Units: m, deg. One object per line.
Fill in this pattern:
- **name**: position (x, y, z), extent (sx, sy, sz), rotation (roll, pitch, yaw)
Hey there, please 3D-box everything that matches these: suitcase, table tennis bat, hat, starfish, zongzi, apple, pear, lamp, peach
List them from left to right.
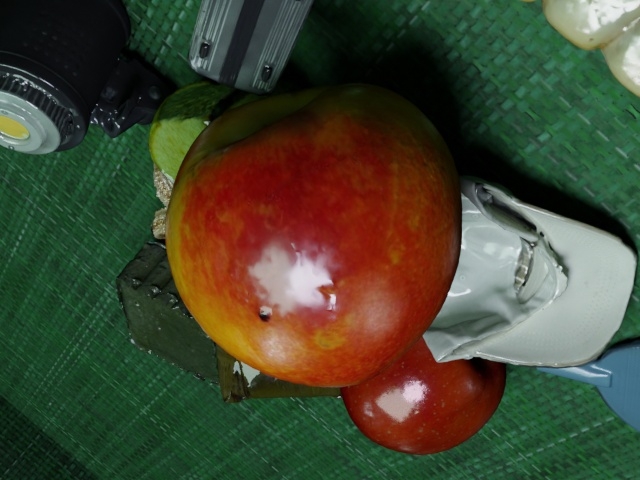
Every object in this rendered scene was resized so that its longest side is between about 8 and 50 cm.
- **lamp**: position (-0.423, -0.272, 1.651), extent (0.374, 0.272, 0.205), rotation (46, 143, -9)
- **starfish**: position (-0.228, -0.045, 1.910), extent (0.216, 0.071, 0.238), rotation (41, 139, -12)
- **pear**: position (-0.123, -0.124, 1.639), extent (0.255, 0.164, 0.238), rotation (0, 131, 51)
- **suitcase**: position (-0.059, -0.333, 1.318), extent (0.128, 0.202, 0.312), rotation (20, 146, -6)
- **zongzi**: position (-0.046, 0.129, 1.862), extent (0.273, 0.145, 0.300), rotation (-1, 118, 3)
- **peach**: position (0.000, 0.000, 1.374), extent (0.388, 0.388, 0.388), rotation (24, 142, 20)
- **apple**: position (0.153, 0.188, 1.672), extent (0.216, 0.260, 0.260), rotation (-31, 107, 35)
- **hat**: position (0.274, 0.033, 1.505), extent (0.301, 0.168, 0.258), rotation (10, 113, 2)
- **table tennis bat**: position (0.471, 0.214, 1.590), extent (0.329, 0.044, 0.215), rotation (16, 140, 25)

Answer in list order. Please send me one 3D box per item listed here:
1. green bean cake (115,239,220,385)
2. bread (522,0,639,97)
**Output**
- **green bean cake**: position (-0.247, 0.146, 2.075), extent (0.241, 0.132, 0.255), rotation (20, 144, 21)
- **bread**: position (0.315, -0.313, 1.010), extent (0.341, 0.210, 0.301), rotation (34, 133, 7)
